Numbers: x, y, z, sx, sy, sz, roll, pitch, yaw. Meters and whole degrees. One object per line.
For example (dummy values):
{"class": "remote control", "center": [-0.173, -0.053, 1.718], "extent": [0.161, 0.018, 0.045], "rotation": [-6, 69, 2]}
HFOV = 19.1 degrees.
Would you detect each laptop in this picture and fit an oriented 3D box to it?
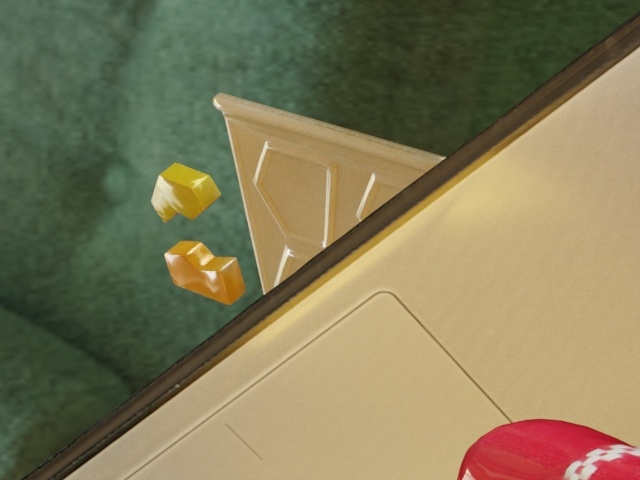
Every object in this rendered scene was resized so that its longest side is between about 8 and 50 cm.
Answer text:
{"class": "laptop", "center": [0.083, 0.227, 0.481], "extent": [0.382, 0.236, 0.408], "rotation": [-37, 112, 13]}

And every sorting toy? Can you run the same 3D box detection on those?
{"class": "sorting toy", "center": [0.000, 0.000, 1.280], "extent": [0.307, 0.041, 0.229], "rotation": [19, 137, 39]}

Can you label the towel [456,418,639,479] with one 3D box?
{"class": "towel", "center": [0.169, 0.083, 0.282], "extent": [0.275, 0.199, 0.031], "rotation": [3, 67, 55]}
